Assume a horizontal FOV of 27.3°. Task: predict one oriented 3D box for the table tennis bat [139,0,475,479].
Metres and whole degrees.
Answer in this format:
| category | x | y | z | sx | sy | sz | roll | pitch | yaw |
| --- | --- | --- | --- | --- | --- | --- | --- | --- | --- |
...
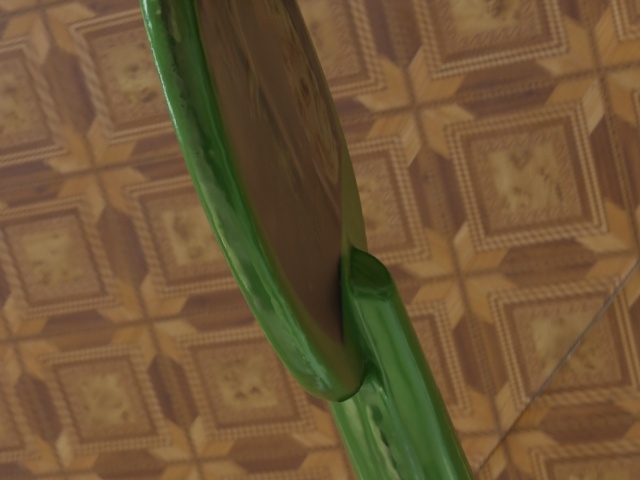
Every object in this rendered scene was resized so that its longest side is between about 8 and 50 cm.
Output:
| category | x | y | z | sx | sy | sz | roll | pitch | yaw |
| --- | --- | --- | --- | --- | --- | --- | --- | --- | --- |
| table tennis bat | 0.000 | 0.000 | 0.403 | 0.039 | 0.160 | 0.257 | -15 | 123 | 11 |
